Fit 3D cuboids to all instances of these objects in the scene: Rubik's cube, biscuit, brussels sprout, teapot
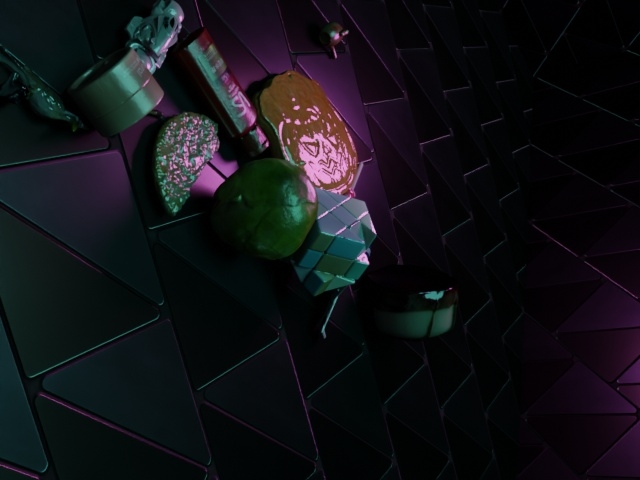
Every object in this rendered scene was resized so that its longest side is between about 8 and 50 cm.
[{"bbox_3d":[0.000,0.000,1.781,0.224,0.213,0.265,15,39,-25],"label":"Rubik's cube"},{"bbox_3d":[-0.024,-0.285,1.911,0.365,0.062,0.385,61,32,-9],"label":"biscuit"},{"bbox_3d":[-0.303,-0.192,1.539,0.141,0.038,0.290,55,39,-31],"label":"biscuit"},{"bbox_3d":[-0.124,-0.071,1.597,0.244,0.244,0.244,21,64,-52],"label":"brussels sprout"},{"bbox_3d":[0.040,-0.598,2.136,0.080,0.084,0.110,-47,140,-49],"label":"teapot"}]

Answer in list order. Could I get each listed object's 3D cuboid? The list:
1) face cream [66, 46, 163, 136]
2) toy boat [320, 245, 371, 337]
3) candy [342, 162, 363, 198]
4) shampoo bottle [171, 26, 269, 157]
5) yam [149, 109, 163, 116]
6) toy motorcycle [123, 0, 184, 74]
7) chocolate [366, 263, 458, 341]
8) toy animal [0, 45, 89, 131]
[{"bbox_3d":[-0.386,-0.281,1.339,0.104,0.149,0.149,56,40,-30],"label":"face cream"},{"bbox_3d":[0.066,0.112,1.894,0.070,0.210,0.292,24,50,-1],"label":"toy boat"},{"bbox_3d":[0.086,-0.135,2.071,0.124,0.124,0.365,61,29,-26],"label":"candy"},{"bbox_3d":[-0.227,-0.337,1.659,0.314,0.076,0.118,58,34,-29],"label":"shampoo bottle"},{"bbox_3d":[-0.370,-0.275,1.485,0.107,0.014,0.014,10,73,-55],"label":"yam"},{"bbox_3d":[-0.344,-0.421,1.479,0.112,0.112,0.254,52,41,-35],"label":"toy motorcycle"},{"bbox_3d":[0.270,0.198,2.128,0.283,0.283,0.186,-19,118,-56],"label":"chocolate"},{"bbox_3d":[-0.490,-0.251,1.254,0.202,0.070,0.105,36,34,-42],"label":"toy animal"}]
